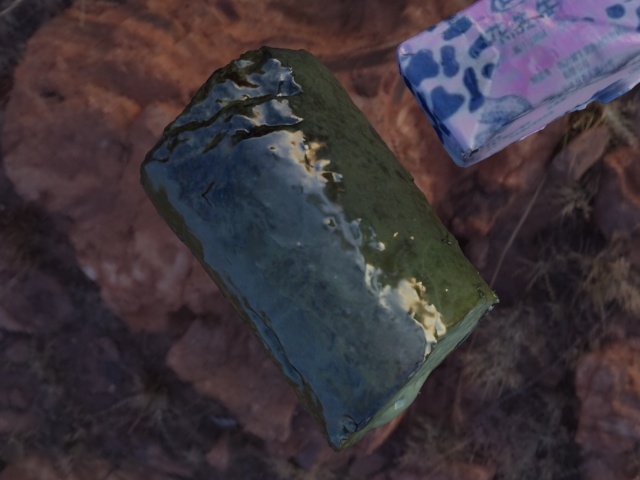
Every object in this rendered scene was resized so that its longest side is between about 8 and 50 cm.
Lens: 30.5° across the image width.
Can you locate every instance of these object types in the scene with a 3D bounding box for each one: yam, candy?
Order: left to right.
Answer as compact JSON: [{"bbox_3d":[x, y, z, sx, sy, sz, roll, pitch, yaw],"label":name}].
[{"bbox_3d":[0.000,0.000,0.958,0.195,0.195,0.300,-44,77,36],"label":"yam"},{"bbox_3d":[0.136,-0.119,0.758,0.160,0.073,0.092,-29,80,5],"label":"candy"}]
